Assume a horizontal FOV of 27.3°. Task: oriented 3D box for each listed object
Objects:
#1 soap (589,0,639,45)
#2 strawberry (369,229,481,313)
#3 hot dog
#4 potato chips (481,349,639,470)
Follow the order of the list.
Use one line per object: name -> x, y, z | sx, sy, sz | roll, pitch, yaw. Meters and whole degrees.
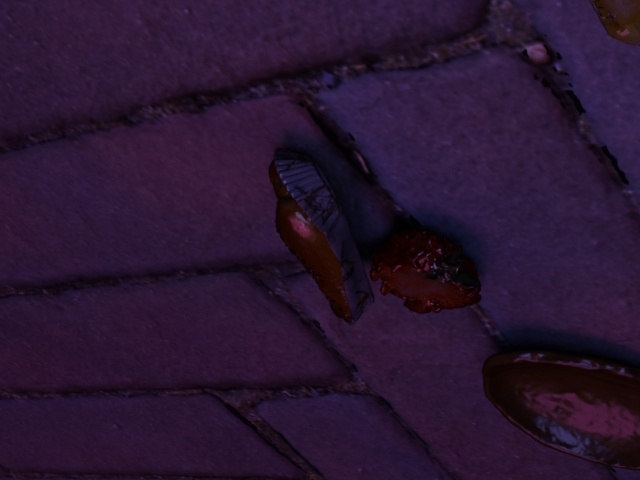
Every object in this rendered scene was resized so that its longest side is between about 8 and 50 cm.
soap -> 0.194, -0.195, 0.689 | 0.160, 0.080, 0.257 | -30, 127, 14
strawberry -> 0.094, 0.028, 1.186 | 0.104, 0.048, 0.152 | 22, 166, -9
hot dog -> 0.000, 0.000, 1.164 | 0.059, 0.108, 0.191 | -24, 138, 2
potato chips -> 0.255, 0.151, 1.258 | 0.202, 0.049, 0.150 | 14, 143, 20
